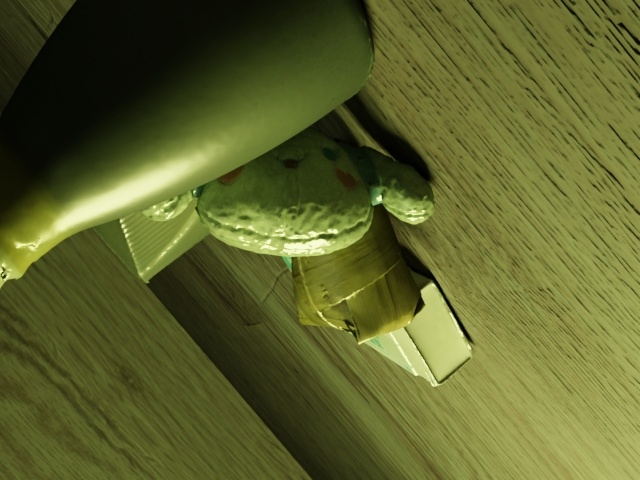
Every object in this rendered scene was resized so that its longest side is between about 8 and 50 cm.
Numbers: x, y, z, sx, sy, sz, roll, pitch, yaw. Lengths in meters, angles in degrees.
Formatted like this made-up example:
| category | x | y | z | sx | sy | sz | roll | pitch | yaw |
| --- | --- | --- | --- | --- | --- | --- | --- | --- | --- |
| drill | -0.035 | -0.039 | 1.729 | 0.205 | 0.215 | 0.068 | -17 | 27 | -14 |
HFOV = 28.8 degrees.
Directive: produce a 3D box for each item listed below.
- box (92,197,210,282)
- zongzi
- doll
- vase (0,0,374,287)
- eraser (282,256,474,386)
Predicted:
| category | x | y | z | sx | sy | sz | roll | pitch | yaw |
| --- | --- | --- | --- | --- | --- | --- | --- | --- | --- |
| box | -0.118 | -0.080 | 1.029 | 0.138 | 0.178 | 0.274 | 46 | 167 | 12 |
| zongzi | 0.000 | 0.000 | 1.027 | 0.176 | 0.078 | 0.160 | 2 | 111 | 65 |
| doll | -0.026 | -0.037 | 0.890 | 0.071 | 0.214 | 0.103 | 96 | 174 | -47 |
| vase | -0.133 | -0.074 | 0.780 | 0.173 | 0.321 | 0.173 | 45 | 165 | 15 |
| eraser | 0.044 | 0.051 | 1.145 | 0.225 | 0.052 | 0.095 | 27 | 152 | 57 |
